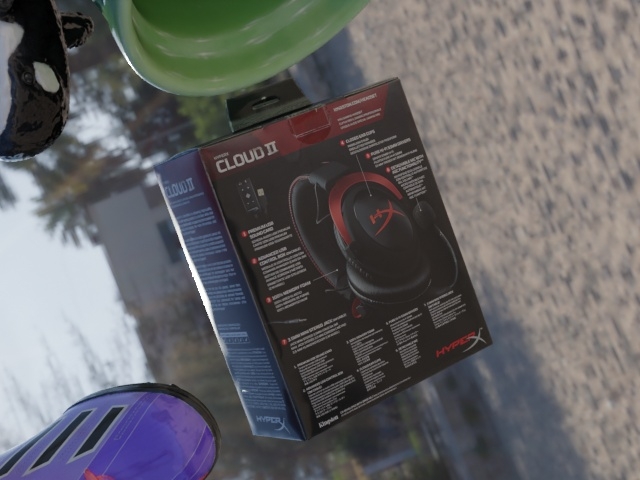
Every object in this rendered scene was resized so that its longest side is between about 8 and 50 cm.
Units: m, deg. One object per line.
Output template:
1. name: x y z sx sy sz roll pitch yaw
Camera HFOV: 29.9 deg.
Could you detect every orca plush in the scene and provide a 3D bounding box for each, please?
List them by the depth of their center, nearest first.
1. orca plush: -0.234 -0.161 0.938 0.287 0.102 0.151 47 125 48

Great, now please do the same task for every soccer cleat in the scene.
1. soccer cleat: -0.215 0.200 0.877 0.108 0.318 0.116 62 -159 -13

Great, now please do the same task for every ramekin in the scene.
1. ramekin: -0.061 -0.268 0.882 0.148 0.303 0.303 48 172 22

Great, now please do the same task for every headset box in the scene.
1. headset box: 0.000 0.000 1.074 0.110 0.218 0.293 -11 101 60
